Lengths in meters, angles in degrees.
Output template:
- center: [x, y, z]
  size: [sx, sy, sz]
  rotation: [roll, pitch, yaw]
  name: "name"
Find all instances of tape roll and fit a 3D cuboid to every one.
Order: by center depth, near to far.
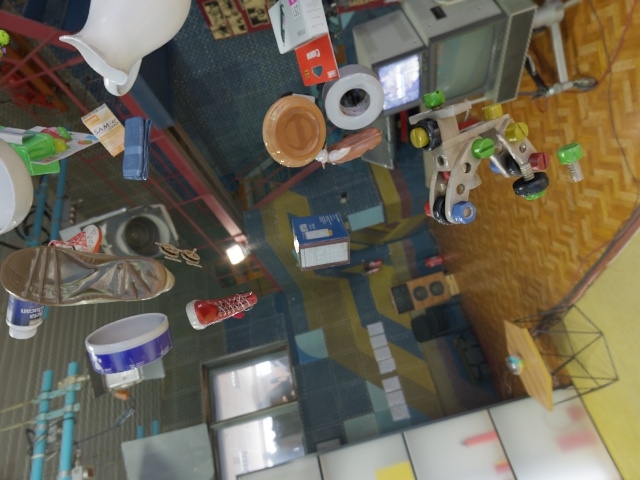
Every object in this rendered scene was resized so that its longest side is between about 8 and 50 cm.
- center: [0.118, -0.515, 1.481]
  size: [0.219, 0.219, 0.072]
  rotation: [68, -173, -47]
  name: "tape roll"

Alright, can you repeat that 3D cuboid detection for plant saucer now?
- center: [-0.066, -0.308, 1.162]
  size: [0.037, 0.200, 0.200]
  rotation: [27, 143, 54]
  name: "plant saucer"

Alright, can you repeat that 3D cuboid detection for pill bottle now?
- center: [-0.901, 0.213, 1.254]
  size: [0.094, 0.094, 0.169]
  rotation: [-96, 27, -69]
  name: "pill bottle"

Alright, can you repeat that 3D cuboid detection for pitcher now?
- center: [-0.291, -0.339, 0.643]
  size: [0.125, 0.207, 0.178]
  rotation: [29, 169, -11]
  name: "pitcher"

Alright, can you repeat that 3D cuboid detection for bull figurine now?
- center: [0.110, -0.386, 1.720]
  size: [0.188, 0.310, 0.101]
  rotation: [-98, -12, -79]
  name: "bull figurine"

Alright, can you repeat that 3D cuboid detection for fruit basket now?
- center: [-1.099, -0.389, 1.604]
  size: [0.353, 0.327, 0.165]
  rotation: [-72, -9, -53]
  name: "fruit basket"

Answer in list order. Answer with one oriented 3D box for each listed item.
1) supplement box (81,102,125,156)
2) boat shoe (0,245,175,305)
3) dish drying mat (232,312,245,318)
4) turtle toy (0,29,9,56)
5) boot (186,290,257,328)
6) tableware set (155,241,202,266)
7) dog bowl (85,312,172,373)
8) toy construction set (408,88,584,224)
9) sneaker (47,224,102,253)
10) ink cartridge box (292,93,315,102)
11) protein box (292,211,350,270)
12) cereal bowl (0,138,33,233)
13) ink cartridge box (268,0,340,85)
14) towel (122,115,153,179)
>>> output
- center: [-0.480, -0.250, 0.930]
  size: [0.036, 0.062, 0.098]
  rotation: [43, 167, 46]
  name: "supplement box"
- center: [-0.497, 0.085, 0.887]
  size: [0.110, 0.341, 0.122]
  rotation: [110, 166, -80]
  name: "boat shoe"
- center: [-0.342, 0.294, 1.625]
  size: [0.032, 0.083, 0.008]
  rotation: [-45, -44, -56]
  name: "dish drying mat"
- center: [-1.126, -0.669, 1.405]
  size: [0.066, 0.130, 0.095]
  rotation: [38, -174, 1]
  name: "turtle toy"
- center: [-0.292, 0.200, 1.250]
  size: [0.244, 0.176, 0.088]
  rotation: [51, -160, -82]
  name: "boot"
- center: [-0.599, 0.048, 1.759]
  size: [0.128, 0.039, 0.194]
  rotation: [39, -170, 39]
  name: "tableware set"
- center: [-0.659, 0.351, 1.422]
  size: [0.265, 0.265, 0.104]
  rotation: [-86, -13, -78]
  name: "dog bowl"
- center: [0.285, -0.196, 0.806]
  size: [0.237, 0.257, 0.309]
  rotation: [62, -170, -14]
  name: "toy construction set"
- center: [-0.862, 0.015, 1.428]
  size: [0.145, 0.090, 0.270]
  rotation: [38, -155, -44]
  name: "sneaker"
- center: [-0.077, -0.402, 1.417]
  size: [0.208, 0.086, 0.153]
  rotation: [-81, -1, -54]
  name: "ink cartridge box"
- center: [0.000, 0.000, 1.677]
  size: [0.200, 0.201, 0.136]
  rotation: [-109, 13, -54]
  name: "protein box"
- center: [-1.048, -0.186, 1.280]
  size: [0.141, 0.339, 0.339]
  rotation: [-62, -45, -69]
  name: "cereal bowl"
- center: [-0.053, -0.567, 1.170]
  size: [0.275, 0.060, 0.239]
  rotation: [33, 142, 63]
  name: "ink cartridge box"
- center: [-0.359, -0.179, 0.801]
  size: [0.029, 0.067, 0.119]
  rotation: [-2, -83, -55]
  name: "towel"
